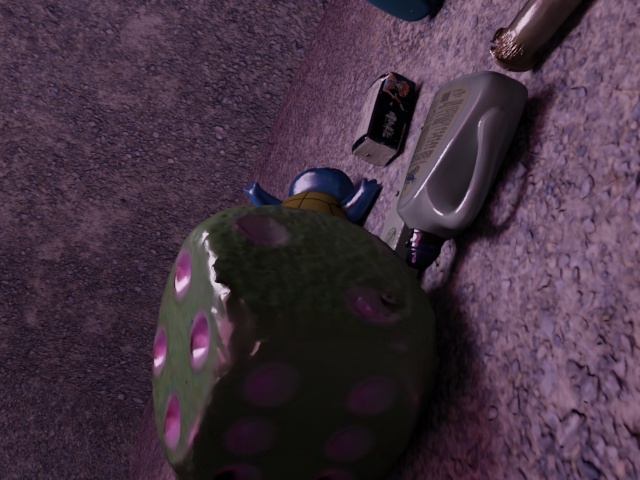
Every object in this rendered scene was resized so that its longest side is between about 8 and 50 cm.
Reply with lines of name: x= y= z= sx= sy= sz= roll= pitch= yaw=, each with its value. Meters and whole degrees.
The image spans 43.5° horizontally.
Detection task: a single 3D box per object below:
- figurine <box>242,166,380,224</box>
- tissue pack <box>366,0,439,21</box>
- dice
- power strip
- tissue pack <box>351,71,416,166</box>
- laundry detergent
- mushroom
figurine: x=-0.016 y=-0.016 z=1.659 sx=0.298 sy=0.243 sz=0.416 roll=-9 pitch=51 yaw=22
tissue pack: x=0.211 y=-0.629 z=1.690 sx=0.287 sy=0.198 sz=0.206 roll=128 pitch=157 yaw=-55
dice: x=-0.044 y=0.160 z=1.114 sx=0.330 sy=0.318 sz=0.322 roll=-117 pitch=42 yaw=-52
power strip: x=0.147 y=-0.028 z=1.315 sx=0.385 sy=0.062 sz=0.091 roll=-70 pitch=14 yaw=-10
tissue pack: x=0.131 y=-0.251 z=1.652 sx=0.103 sy=0.091 sz=0.170 roll=146 pitch=142 yaw=-67
laundry detergent: x=0.190 y=-0.090 z=1.157 sx=0.280 sy=0.105 sz=0.215 roll=-69 pitch=15 yaw=-9
mushroom: x=0.316 y=-0.332 z=1.109 sx=0.223 sy=0.081 sz=0.092 roll=-63 pitch=33 yaw=30
